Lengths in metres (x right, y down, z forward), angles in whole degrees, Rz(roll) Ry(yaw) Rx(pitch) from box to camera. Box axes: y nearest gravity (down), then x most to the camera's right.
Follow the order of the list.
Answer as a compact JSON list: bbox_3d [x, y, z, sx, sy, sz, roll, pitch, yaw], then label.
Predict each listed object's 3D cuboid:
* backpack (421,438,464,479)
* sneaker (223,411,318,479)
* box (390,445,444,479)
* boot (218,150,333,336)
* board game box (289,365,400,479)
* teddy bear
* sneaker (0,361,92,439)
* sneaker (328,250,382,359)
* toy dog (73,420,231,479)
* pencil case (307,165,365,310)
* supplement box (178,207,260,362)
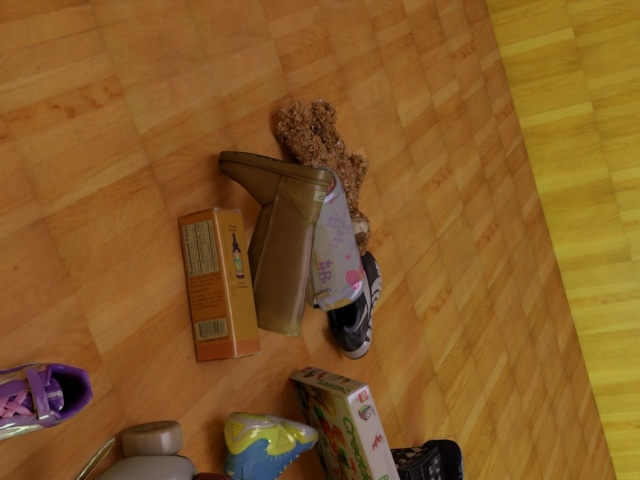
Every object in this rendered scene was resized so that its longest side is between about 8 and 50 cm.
[{"bbox_3d":[0.259,0.495,2.067,0.084,0.105,0.114,74,18,-61],"label":"backpack"},{"bbox_3d":[-0.089,0.345,1.528,0.240,0.091,0.126,26,76,-56],"label":"sneaker"},{"bbox_3d":[0.160,0.538,1.827,0.163,0.142,0.247,-12,92,-63],"label":"box"},{"bbox_3d":[-0.103,-0.002,1.555,0.089,0.236,0.270,10,95,-50],"label":"boot"},{"bbox_3d":[0.057,0.376,1.650,0.053,0.193,0.305,-25,104,-27],"label":"board game box"},{"bbox_3d":[0.017,-0.112,1.834,0.245,0.113,0.338,11,71,-57],"label":"teddy bear"},{"bbox_3d":[-0.349,0.183,1.071,0.236,0.104,0.095,-8,89,-60],"label":"sneaker"},{"bbox_3d":[0.064,0.108,1.872,0.106,0.078,0.234,47,43,-48],"label":"sneaker"},{"bbox_3d":[-0.233,0.332,1.166,0.334,0.160,0.220,-47,121,-56],"label":"toy dog"},{"bbox_3d":[0.000,0.000,1.696,0.124,0.113,0.273,-39,137,-27],"label":"pencil case"},{"bbox_3d":[-0.157,0.069,1.488,0.078,0.080,0.234,4,79,-61],"label":"supplement box"}]
